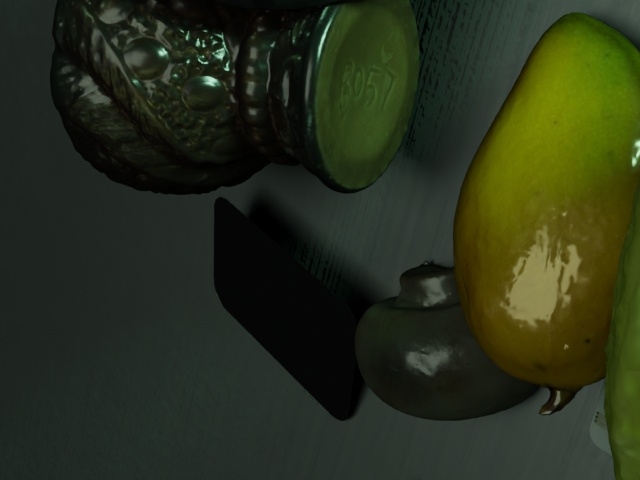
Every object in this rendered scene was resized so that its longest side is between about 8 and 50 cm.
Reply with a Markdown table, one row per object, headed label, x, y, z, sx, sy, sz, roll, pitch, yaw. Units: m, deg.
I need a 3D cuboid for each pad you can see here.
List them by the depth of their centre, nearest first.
| label | x | y | z | sx | sy | sz | roll | pitch | yaw |
| --- | --- | --- | --- | --- | --- | --- | --- | --- | --- |
| pad | -0.018 | 0.002 | 1.080 | 0.250 | 0.055 | 0.323 | 41 | 123 | 35 |

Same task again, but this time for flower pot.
| label | x | y | z | sx | sy | sz | roll | pitch | yaw |
| --- | --- | --- | --- | --- | --- | --- | --- | --- | --- |
| flower pot | -0.067 | -0.159 | 0.968 | 0.267 | 0.267 | 0.266 | 13 | 106 | 31 |

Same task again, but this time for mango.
| label | x | y | z | sx | sy | sz | roll | pitch | yaw |
| --- | --- | --- | --- | --- | --- | --- | --- | --- | --- |
| mango | 0.190 | -0.023 | 0.817 | 0.177 | 0.119 | 0.316 | 9 | 89 | 42 |

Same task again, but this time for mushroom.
| label | x | y | z | sx | sy | sz | roll | pitch | yaw |
| --- | --- | --- | --- | --- | --- | --- | --- | --- | --- |
| mushroom | 0.105 | 0.098 | 0.936 | 0.188 | 0.117 | 0.141 | -9 | 101 | 42 |

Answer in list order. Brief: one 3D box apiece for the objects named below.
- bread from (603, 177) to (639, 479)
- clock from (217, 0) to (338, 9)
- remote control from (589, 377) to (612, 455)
| label | x | y | z | sx | sy | sz | roll | pitch | yaw |
| --- | --- | --- | --- | --- | --- | --- | --- | --- | --- |
| bread | 0.327 | 0.039 | 0.545 | 0.308 | 0.348 | 0.348 | 21 | 111 | 31 |
| clock | -0.019 | -0.331 | 0.879 | 0.319 | 0.319 | 0.066 | 50 | 170 | 29 |
| remote control | 0.315 | 0.163 | 0.768 | 0.250 | 0.034 | 0.103 | 28 | 115 | 42 |
